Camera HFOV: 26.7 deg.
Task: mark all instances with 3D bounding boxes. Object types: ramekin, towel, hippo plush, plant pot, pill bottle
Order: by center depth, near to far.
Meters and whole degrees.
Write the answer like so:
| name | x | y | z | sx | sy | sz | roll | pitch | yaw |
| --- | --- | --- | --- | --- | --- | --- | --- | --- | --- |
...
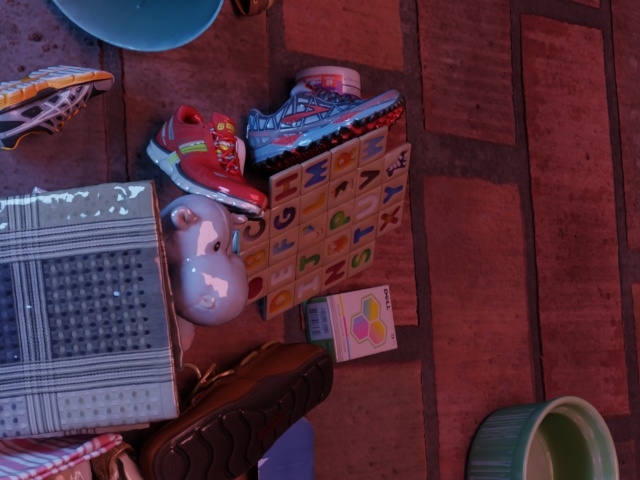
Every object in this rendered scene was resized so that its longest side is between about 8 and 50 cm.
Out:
| name | x | y | z | sx | sy | sz | roll | pitch | yaw |
| --- | --- | --- | --- | --- | --- | --- | --- | --- | --- |
| towel | -0.339 | 0.094 | 1.703 | 0.056 | 0.324 | 0.312 | 20 | 64 | -85 |
| towel | -0.369 | 0.269 | 1.720 | 0.197 | 0.144 | 0.029 | -19 | 108 | -47 |
| hippo plush | -0.197 | 0.033 | 1.830 | 0.234 | 0.236 | 0.294 | 7 | 63 | -63 |
| plant pot | -0.228 | -0.449 | 1.884 | 0.293 | 0.293 | 0.235 | 56 | 35 | -24 |
| pill bottle | 0.012 | -0.178 | 2.199 | 0.108 | 0.108 | 0.194 | 8 | 79 | -45 |
| ramekin | 0.405 | 0.439 | 2.482 | 0.303 | 0.148 | 0.304 | 8 | 79 | -45 |

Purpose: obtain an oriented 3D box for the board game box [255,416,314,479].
| name | x | y | z | sx | sy | sz | roll | pitch | yaw |
| --- | --- | --- | --- | --- | --- | --- | --- | --- | --- |
| board game box | -0.064 | 0.349 | 2.103 | 0.133 | 0.033 | 0.169 | -1 | 90 | -51 |

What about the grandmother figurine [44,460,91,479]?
| name | x | y | z | sx | sy | sz | roll | pitch | yaw |
| --- | --- | --- | --- | --- | --- | --- | --- | --- | --- |
| grandmother figurine | -0.384 | 0.344 | 1.665 | 0.342 | 0.207 | 0.104 | -40 | 128 | -65 |

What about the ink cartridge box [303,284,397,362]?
| name | x | y | z | sx | sy | sz | roll | pitch | yaw |
| --- | --- | --- | --- | --- | --- | --- | --- | --- | --- |
| ink cartridge box | 0.069 | 0.135 | 2.244 | 0.209 | 0.062 | 0.109 | -7 | 89 | -46 |

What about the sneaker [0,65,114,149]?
| name | x | y | z | sx | sy | sz | roll | pitch | yaw |
| --- | --- | --- | --- | --- | --- | --- | --- | --- | --- |
| sneaker | -0.371 | -0.186 | 1.841 | 0.215 | 0.084 | 0.083 | -25 | 115 | -41 |

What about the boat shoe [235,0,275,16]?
| name | x | y | z | sx | sy | sz | roll | pitch | yaw |
| --- | --- | --- | --- | --- | --- | --- | --- | --- | --- |
| boat shoe | -0.130 | -0.436 | 2.123 | 0.060 | 0.064 | 0.178 | -42 | 116 | -42 |

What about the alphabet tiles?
| name | x | y | z | sx | sy | sz | roll | pitch | yaw |
| --- | --- | --- | --- | --- | --- | --- | --- | --- | --- |
| alphabet tiles | 0.007 | -0.025 | 2.093 | 0.342 | 0.011 | 0.285 | -26 | 140 | -32 |

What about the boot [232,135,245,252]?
| name | x | y | z | sx | sy | sz | roll | pitch | yaw |
| --- | --- | --- | --- | --- | --- | --- | --- | --- | --- |
| boot | -0.165 | -0.074 | 2.043 | 0.086 | 0.069 | 0.190 | 13 | 67 | -37 |

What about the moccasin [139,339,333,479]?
| name | x | y | z | sx | sy | sz | roll | pitch | yaw |
| --- | --- | --- | --- | --- | --- | --- | --- | --- | --- |
| moccasin | -0.136 | 0.244 | 1.978 | 0.380 | 0.147 | 0.139 | -38 | 132 | -46 |

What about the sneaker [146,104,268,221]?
| name | x | y | z | sx | sy | sz | roll | pitch | yaw |
| --- | --- | --- | --- | --- | --- | --- | --- | --- | --- |
| sneaker | -0.154 | -0.119 | 1.900 | 0.107 | 0.279 | 0.118 | 27 | 97 | -43 |

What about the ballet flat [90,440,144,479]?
| name | x | y | z | sx | sy | sz | roll | pitch | yaw |
| --- | --- | --- | --- | --- | --- | --- | --- | --- | --- |
| ballet flat | -0.261 | 0.369 | 1.873 | 0.073 | 0.067 | 0.206 | -34 | 109 | -42 |

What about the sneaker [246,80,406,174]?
| name | x | y | z | sx | sy | sz | roll | pitch | yaw |
| --- | --- | --- | --- | --- | --- | --- | --- | --- | --- |
| sneaker | 0.000 | -0.199 | 2.095 | 0.104 | 0.261 | 0.125 | 33 | 40 | -72 |
